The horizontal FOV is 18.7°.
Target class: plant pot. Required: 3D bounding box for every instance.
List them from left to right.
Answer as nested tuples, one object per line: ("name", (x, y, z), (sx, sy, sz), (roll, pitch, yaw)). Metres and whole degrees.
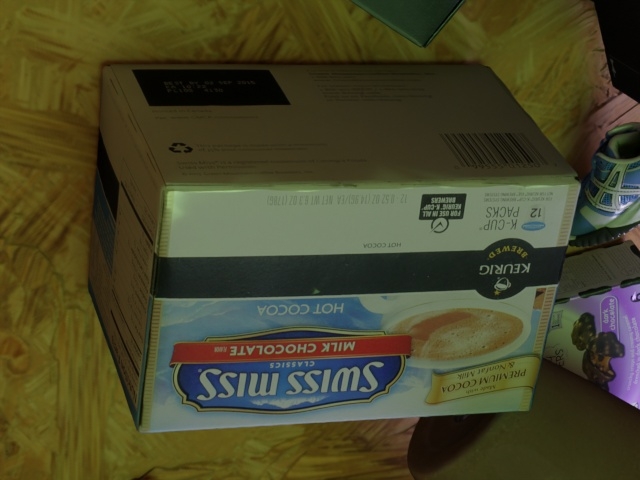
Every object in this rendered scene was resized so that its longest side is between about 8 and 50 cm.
("plant pot", (0.204, 0.221, 1.736), (0.229, 0.263, 0.263), (41, 101, -17))

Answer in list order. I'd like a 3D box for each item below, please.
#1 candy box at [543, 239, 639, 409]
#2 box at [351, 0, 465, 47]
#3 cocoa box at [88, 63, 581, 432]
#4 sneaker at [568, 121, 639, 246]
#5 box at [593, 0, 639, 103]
("candy box", (0.218, 0.106, 1.843), (0.196, 0.070, 0.165), (-15, 124, -10))
("box", (0.050, -0.287, 1.560), (0.232, 0.059, 0.183), (32, 107, -31))
("cocoa box", (0.000, 0.000, 1.608), (0.347, 0.231, 0.228), (-1, 120, -18))
("sneaker", (0.269, -0.061, 1.724), (0.081, 0.080, 0.211), (41, 140, -14))
("box", (0.304, -0.256, 1.440), (0.179, 0.343, 0.312), (-16, 106, -2))
